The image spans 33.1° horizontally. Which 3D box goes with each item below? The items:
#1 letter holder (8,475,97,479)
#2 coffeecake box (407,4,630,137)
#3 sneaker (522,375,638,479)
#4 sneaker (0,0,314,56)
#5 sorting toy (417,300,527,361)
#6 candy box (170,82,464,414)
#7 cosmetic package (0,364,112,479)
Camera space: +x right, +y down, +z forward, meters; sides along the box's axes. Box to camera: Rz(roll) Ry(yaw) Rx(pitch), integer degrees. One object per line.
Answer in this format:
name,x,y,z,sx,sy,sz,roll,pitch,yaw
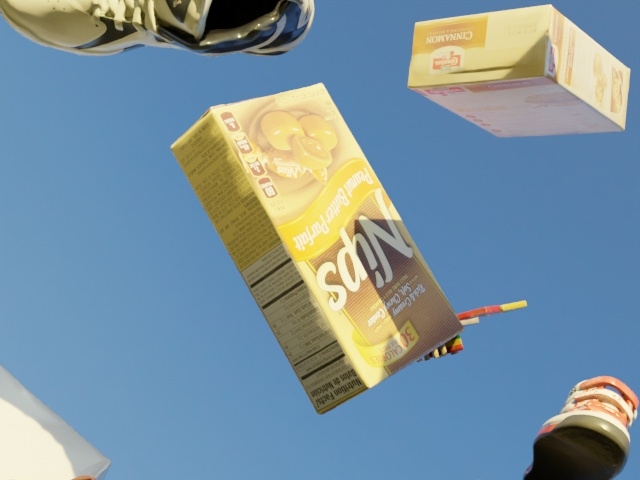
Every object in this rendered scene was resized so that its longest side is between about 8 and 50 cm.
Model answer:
letter holder,-0.270,0.235,0.567,0.152,0.301,0.215,25,-55,30
coffeecake box,0.194,-0.156,1.039,0.142,0.185,0.068,1,-100,37
sneaker,0.305,0.203,1.208,0.090,0.145,0.270,32,-23,14
sneaker,-0.116,-0.178,0.763,0.234,0.153,0.094,9,-90,-8
sorting toy,0.137,0.135,1.414,0.274,0.132,0.046,-18,-100,28
candy box,0.000,0.000,1.128,0.087,0.183,0.317,-36,-99,41
cosmetic package,-0.399,0.181,0.985,0.385,0.156,0.217,38,-50,9
